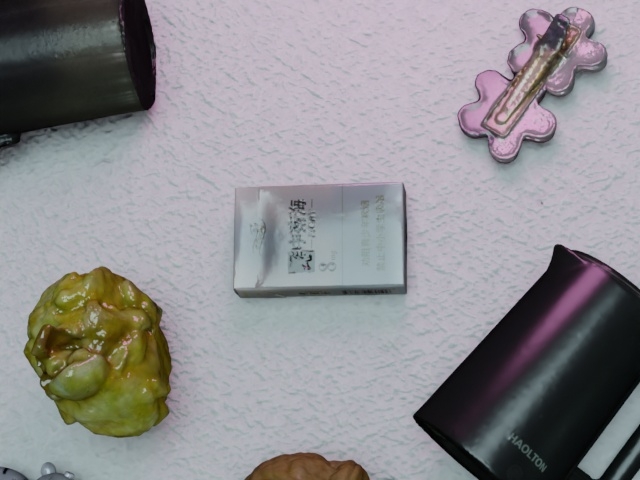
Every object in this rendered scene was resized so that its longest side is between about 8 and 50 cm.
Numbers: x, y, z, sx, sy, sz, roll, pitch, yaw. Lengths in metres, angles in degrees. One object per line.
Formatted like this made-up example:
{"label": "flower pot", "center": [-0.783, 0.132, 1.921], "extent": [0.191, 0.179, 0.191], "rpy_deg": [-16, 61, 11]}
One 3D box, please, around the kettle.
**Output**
{"label": "kettle", "center": [0.316, 0.198, 1.775], "extent": [0.262, 0.203, 0.308], "rpy_deg": [39, 82, 17]}

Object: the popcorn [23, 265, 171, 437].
{"label": "popcorn", "center": [-0.304, 0.158, 1.839], "extent": [0.192, 0.266, 0.233], "rpy_deg": [-18, 83, 16]}

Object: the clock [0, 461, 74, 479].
{"label": "clock", "center": [-0.408, 0.357, 1.897], "extent": [0.176, 0.080, 0.117], "rpy_deg": [21, 81, 12]}

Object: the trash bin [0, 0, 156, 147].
{"label": "trash bin", "center": [-0.401, -0.258, 1.985], "extent": [0.302, 0.203, 0.252], "rpy_deg": [-9, 93, 5]}

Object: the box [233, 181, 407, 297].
{"label": "box", "center": [0.000, 0.000, 1.933], "extent": [0.243, 0.067, 0.155], "rpy_deg": [-1, 75, 8]}

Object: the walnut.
{"label": "walnut", "center": [-0.014, 0.377, 1.764], "extent": [0.228, 0.228, 0.227], "rpy_deg": [-2, 76, 8]}

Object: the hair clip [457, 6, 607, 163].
{"label": "hair clip", "center": [0.303, -0.228, 1.947], "extent": [0.146, 0.075, 0.257], "rpy_deg": [34, 90, 16]}
